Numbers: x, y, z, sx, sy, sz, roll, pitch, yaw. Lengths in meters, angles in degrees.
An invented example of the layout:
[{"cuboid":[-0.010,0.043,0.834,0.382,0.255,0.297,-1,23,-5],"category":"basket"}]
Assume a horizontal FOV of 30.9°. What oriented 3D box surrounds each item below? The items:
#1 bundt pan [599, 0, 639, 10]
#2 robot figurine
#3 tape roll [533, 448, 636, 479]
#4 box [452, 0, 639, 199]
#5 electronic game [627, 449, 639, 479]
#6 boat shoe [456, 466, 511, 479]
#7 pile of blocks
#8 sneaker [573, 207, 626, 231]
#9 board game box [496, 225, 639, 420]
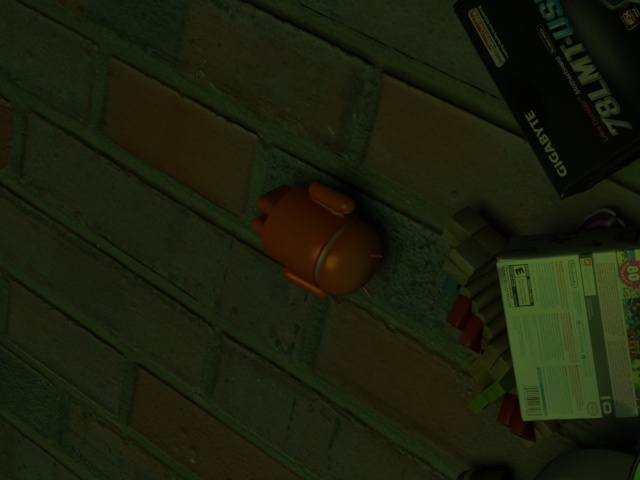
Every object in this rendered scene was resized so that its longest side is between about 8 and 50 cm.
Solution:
[{"cuboid":[0.333,-0.421,1.239,0.331,0.124,0.331,0,90,26],"category":"bundt pan"},{"cuboid":[0.000,0.001,1.747,0.219,0.128,0.158,33,90,24],"category":"robot figurine"},{"cuboid":[0.437,0.449,1.546,0.392,0.072,0.392,30,142,27],"category":"tape roll"},{"cuboid":[0.339,-0.245,1.393,0.293,0.073,0.295,-35,76,41],"category":"box"},{"cuboid":[0.470,0.310,1.344,0.229,0.048,0.229,-2,86,25],"category":"electronic game"},{"cuboid":[0.288,0.462,1.731,0.095,0.095,0.257,-22,93,35],"category":"boat shoe"},{"cuboid":[0.223,0.141,1.616,0.149,0.112,0.362,-13,103,52],"category":"pile of blocks"},{"cuboid":[0.336,0.025,1.527,0.068,0.071,0.170,51,130,10],"category":"sneaker"},{"cuboid":[0.391,0.100,1.445,0.303,0.097,0.224,-5,105,23],"category":"board game box"}]
